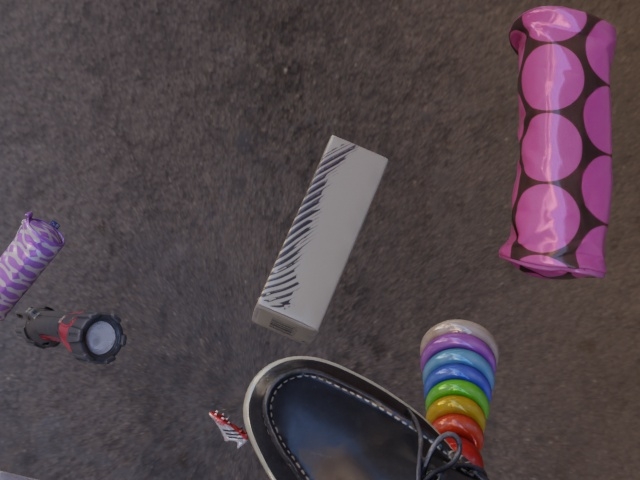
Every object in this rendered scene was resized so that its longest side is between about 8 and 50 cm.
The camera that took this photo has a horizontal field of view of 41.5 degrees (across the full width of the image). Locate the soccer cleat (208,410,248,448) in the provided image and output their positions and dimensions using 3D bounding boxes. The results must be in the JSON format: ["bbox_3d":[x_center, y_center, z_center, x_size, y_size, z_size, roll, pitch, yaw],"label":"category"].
[{"bbox_3d":[-0.163,0.328,1.468,0.083,0.029,0.036,36,93,-8],"label":"soccer cleat"}]

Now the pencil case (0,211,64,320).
[{"bbox_3d":[-0.550,0.050,1.519,0.088,0.086,0.206,38,96,-13],"label":"pencil case"}]

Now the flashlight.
[{"bbox_3d":[-0.490,0.181,1.640,0.103,0.304,0.103,8,82,-40],"label":"flashlight"}]

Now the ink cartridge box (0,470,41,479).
[{"bbox_3d":[-0.437,0.433,1.247,0.226,0.306,0.131,-12,62,29],"label":"ink cartridge box"}]

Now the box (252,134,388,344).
[{"bbox_3d":[0.000,0.000,1.197,0.094,0.113,0.275,23,69,-1],"label":"box"}]

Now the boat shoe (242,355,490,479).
[{"bbox_3d":[0.112,0.300,0.917,0.187,0.156,0.500,-41,70,-19],"label":"boat shoe"}]

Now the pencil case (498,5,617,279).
[{"bbox_3d":[0.186,-0.072,0.671,0.095,0.098,0.210,9,83,-19],"label":"pencil case"}]

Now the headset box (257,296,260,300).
[{"bbox_3d":[-0.063,0.105,1.445,0.062,0.032,0.083,-44,60,-7],"label":"headset box"}]

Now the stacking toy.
[{"bbox_3d":[0.220,0.280,1.388,0.141,0.141,0.330,20,35,0],"label":"stacking toy"}]
